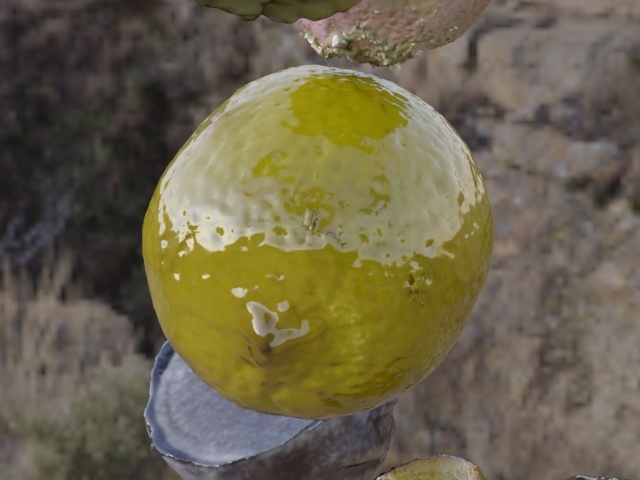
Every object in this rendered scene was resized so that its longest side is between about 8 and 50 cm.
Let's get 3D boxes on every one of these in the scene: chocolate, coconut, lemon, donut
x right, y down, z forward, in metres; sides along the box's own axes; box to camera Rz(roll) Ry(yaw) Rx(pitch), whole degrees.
[{"bbox_3d":[-0.030,0.205,2.083,0.303,0.213,0.303,-18,36,14],"label":"chocolate"},{"bbox_3d":[0.072,-0.278,1.530,0.233,0.233,0.245,-5,-28,-21],"label":"coconut"},{"bbox_3d":[-0.001,0.000,1.596,0.336,0.336,0.336,0,11,0],"label":"lemon"},{"bbox_3d":[0.085,0.256,1.572,0.152,0.152,0.058,-5,39,-21],"label":"donut"}]

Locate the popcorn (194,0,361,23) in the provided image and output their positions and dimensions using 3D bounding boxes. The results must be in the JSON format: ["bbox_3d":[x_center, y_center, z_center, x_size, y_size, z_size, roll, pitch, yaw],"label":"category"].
[{"bbox_3d":[-0.018,-0.202,1.052,0.168,0.173,0.195,30,-25,-20],"label":"popcorn"}]

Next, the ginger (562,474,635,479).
[{"bbox_3d":[0.233,0.169,1.173,0.290,0.084,0.122,-11,35,-1],"label":"ginger"}]
